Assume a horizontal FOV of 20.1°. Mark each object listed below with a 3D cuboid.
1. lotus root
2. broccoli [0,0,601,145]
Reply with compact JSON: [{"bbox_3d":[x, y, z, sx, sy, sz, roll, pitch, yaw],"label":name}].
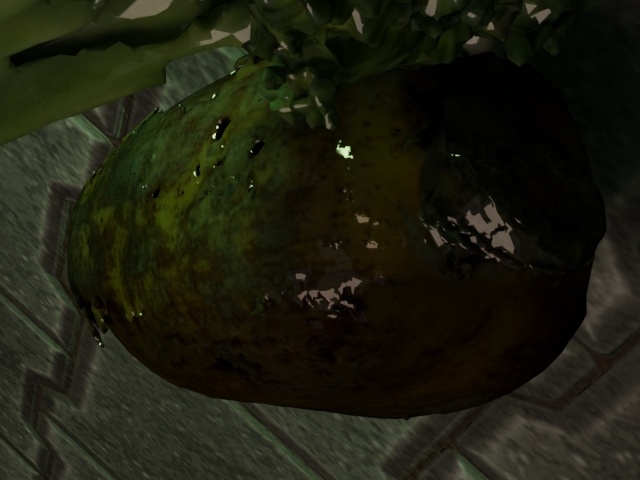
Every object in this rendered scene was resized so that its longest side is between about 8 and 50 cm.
[{"bbox_3d":[0.000,0.000,0.863,0.397,0.195,0.179,-13,86,62],"label":"lotus root"},{"bbox_3d":[-0.060,-0.157,0.614,0.375,0.301,0.249,-115,15,-76],"label":"broccoli"}]
